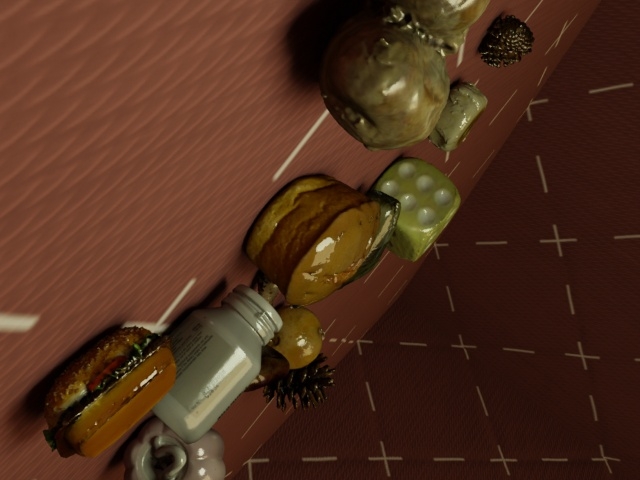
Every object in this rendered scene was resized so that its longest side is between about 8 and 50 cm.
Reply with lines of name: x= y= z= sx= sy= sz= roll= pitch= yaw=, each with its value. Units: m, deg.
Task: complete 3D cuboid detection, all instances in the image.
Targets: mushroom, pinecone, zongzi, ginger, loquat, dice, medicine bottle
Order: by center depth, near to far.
ginger: x=0.106 y=-0.240 z=0.655 sx=0.304 sy=0.155 sz=0.244 roll=-58 pitch=164 yaw=27
medicine bottle: x=-0.158 y=0.169 z=0.897 sx=0.215 sy=0.135 sz=0.135 roll=-47 pitch=166 yaw=-21
mushroom: x=-0.107 y=0.149 z=1.096 sx=0.227 sy=0.148 sz=0.217 roll=11 pitch=100 yaw=-81
zongzi: x=0.044 y=0.015 z=1.254 sx=0.242 sy=0.112 sz=0.221 roll=-30 pitch=154 yaw=-38
pinecone: x=0.383 y=-0.412 z=1.301 sx=0.109 sy=0.102 sz=0.102 roll=-27 pitch=-175 yaw=39
loquat: x=-0.062 y=0.205 z=1.326 sx=0.141 sy=0.141 sz=0.141 roll=-48 pitch=167 yaw=-16
dice: x=0.199 y=-0.070 z=1.395 sx=0.166 sy=0.169 sz=0.169 roll=-49 pitch=167 yaw=-16
pinecone: x=-0.056 y=0.357 z=1.631 sx=0.208 sy=0.208 sz=0.208 roll=-48 pitch=167 yaw=-16

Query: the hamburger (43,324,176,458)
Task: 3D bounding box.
hamburger: x=-0.244 y=0.171 z=0.714 sx=0.166 sy=0.087 sz=0.137 roll=-41 pitch=164 yaw=-34

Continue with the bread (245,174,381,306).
bread: x=0.000 y=0.000 z=0.975 sx=0.195 sy=0.143 sz=0.270 roll=-56 pitch=164 yaw=16

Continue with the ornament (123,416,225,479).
ornament: x=-0.254 y=0.388 z=1.081 sx=0.177 sy=0.177 sz=0.177 roll=-48 pitch=167 yaw=-16

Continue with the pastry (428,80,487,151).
pastry: x=0.298 y=-0.274 z=1.376 sx=0.166 sy=0.088 sz=0.166 roll=-48 pitch=169 yaw=-12
